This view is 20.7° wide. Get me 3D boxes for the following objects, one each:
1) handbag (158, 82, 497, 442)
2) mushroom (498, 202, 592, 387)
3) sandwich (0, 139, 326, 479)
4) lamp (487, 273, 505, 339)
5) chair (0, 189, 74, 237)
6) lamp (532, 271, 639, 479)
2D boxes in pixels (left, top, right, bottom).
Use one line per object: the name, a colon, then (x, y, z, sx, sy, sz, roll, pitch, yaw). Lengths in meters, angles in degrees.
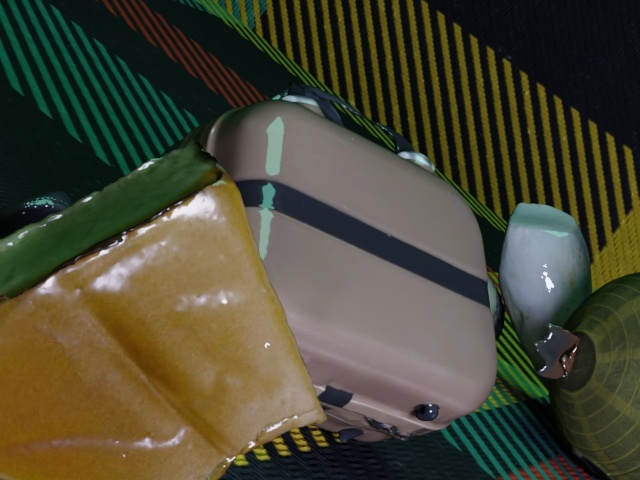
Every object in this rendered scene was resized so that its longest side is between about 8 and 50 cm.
handbag: (0.000, 0.000, 1.374, 0.302, 0.149, 0.283, 24, 54, -40)
mushroom: (0.269, 0.095, 2.002, 0.103, 0.270, 0.118, -6, 17, 26)
sandwich: (-0.129, 0.091, 0.977, 0.063, 0.245, 0.212, 43, -22, 56)
lamp: (0.159, 0.075, 2.001, 0.101, 0.101, 0.250, 39, 0, 23)
chair: (-0.169, 0.049, 1.110, 0.095, 0.104, 0.221, 8, 26, -30)
lamp: (0.343, 0.144, 1.854, 0.284, 0.250, 0.250, 18, 17, -29)
